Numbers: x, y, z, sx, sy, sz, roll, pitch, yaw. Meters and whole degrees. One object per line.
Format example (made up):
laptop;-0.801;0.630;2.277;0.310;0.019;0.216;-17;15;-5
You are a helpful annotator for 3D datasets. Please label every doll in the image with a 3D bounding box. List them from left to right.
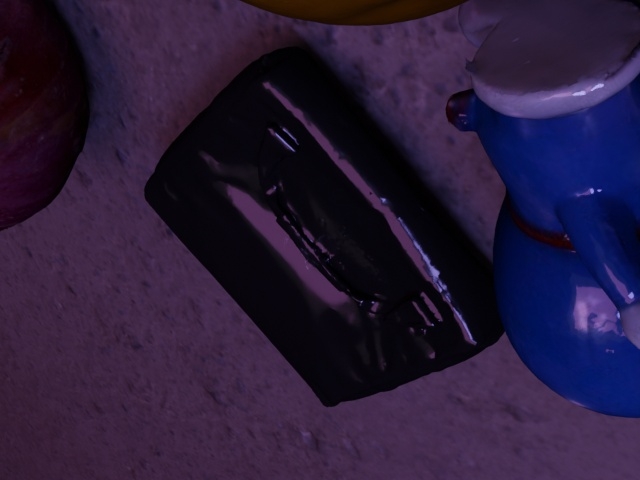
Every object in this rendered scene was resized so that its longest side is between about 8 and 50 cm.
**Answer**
doll;0.156;-0.028;0.482;0.161;0.215;0.257;-9;135;24

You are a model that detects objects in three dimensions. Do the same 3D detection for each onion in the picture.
onion;-0.325;-0.130;0.860;0.230;0.273;0.256;26;158;-18

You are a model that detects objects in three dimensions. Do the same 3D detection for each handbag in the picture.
handbag;0.000;0.000;0.757;0.275;0.088;0.244;52;144;-4

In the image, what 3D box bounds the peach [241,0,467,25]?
peach;0.006;-0.208;0.384;0.153;0.251;0.251;-13;117;45
